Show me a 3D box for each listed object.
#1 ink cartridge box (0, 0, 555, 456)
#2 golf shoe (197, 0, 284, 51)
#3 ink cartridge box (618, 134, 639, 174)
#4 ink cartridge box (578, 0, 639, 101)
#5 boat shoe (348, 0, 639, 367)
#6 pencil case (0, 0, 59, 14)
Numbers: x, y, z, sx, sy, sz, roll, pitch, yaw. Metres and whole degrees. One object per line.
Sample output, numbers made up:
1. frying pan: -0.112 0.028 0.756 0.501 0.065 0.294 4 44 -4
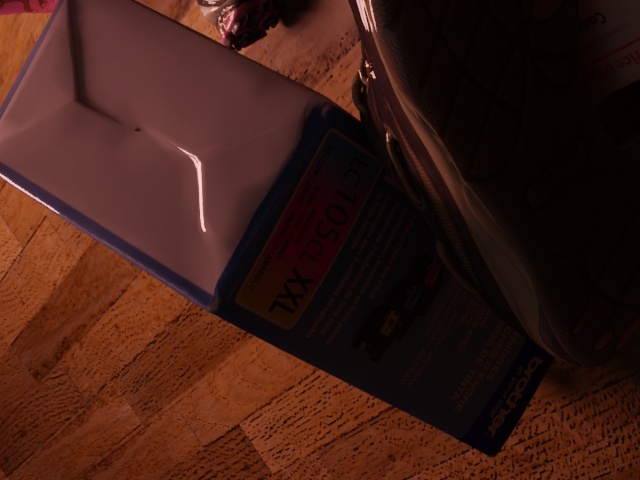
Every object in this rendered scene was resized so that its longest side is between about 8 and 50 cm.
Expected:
1. ink cartridge box: 0.000 0.000 1.248 0.270 0.151 0.395 31 -179 42
2. golf shoe: -0.062 -0.216 1.339 0.086 0.067 0.186 52 153 12
3. ink cartridge box: 0.242 -0.022 1.040 0.127 0.072 0.175 57 153 0
4. ink cartridge box: 0.155 -0.150 1.010 0.198 0.067 0.115 47 150 -10
5. boat shoe: 0.072 -0.079 1.001 0.130 0.132 0.355 12 135 50
6. pencil case: -0.131 -0.304 1.131 0.386 0.167 0.160 -41 51 42
